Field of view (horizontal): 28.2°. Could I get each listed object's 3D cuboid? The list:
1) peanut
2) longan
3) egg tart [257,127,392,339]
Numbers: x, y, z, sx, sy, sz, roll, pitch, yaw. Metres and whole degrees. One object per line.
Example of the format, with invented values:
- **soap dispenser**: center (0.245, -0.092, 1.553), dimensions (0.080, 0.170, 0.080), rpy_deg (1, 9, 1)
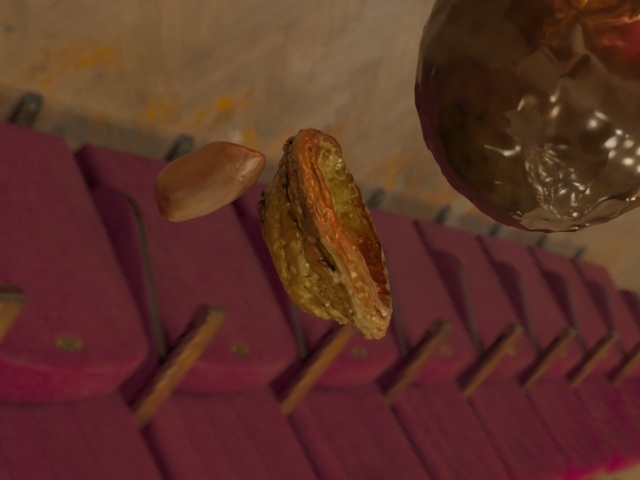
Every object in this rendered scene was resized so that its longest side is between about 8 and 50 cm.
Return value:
- **peanut**: center (-0.130, -0.071, 1.485), dimensions (0.152, 0.076, 0.076), rpy_deg (-25, 163, 24)
- **longan**: center (0.311, -0.204, 1.643), dimensions (0.391, 0.391, 0.391), rpy_deg (-34, 154, -20)
- **egg tart**: center (0.000, 0.000, 1.631), dimensions (0.123, 0.294, 0.294), rpy_deg (-21, 158, 11)
